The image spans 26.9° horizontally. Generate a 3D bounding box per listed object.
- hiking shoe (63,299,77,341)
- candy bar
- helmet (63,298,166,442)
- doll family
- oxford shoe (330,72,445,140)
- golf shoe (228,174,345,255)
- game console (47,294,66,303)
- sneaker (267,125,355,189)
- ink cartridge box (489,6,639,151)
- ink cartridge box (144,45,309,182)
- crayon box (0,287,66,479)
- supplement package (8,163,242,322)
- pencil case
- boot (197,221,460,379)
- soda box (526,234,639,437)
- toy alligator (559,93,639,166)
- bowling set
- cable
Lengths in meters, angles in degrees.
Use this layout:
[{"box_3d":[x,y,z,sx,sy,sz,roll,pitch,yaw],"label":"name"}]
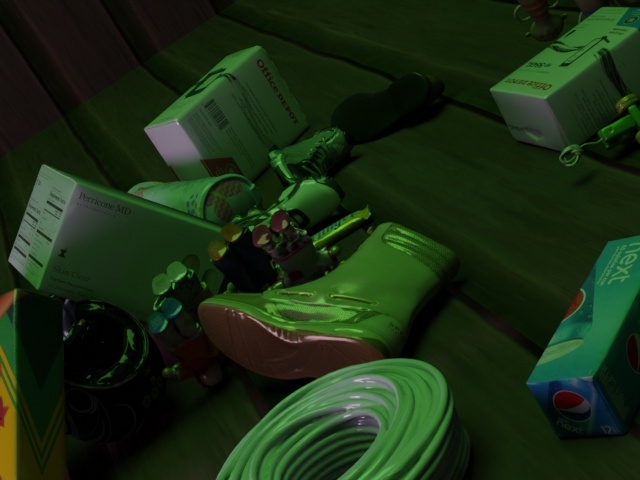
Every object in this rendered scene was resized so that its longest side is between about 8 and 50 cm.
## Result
[{"box_3d":[-0.329,0.095,1.965,0.132,0.113,0.304,-45,2,29],"label":"hiking shoe"},{"box_3d":[0.000,0.000,1.837,0.161,0.018,0.040,-30,20,4],"label":"candy bar"},{"box_3d":[-0.273,0.169,1.641,0.169,0.161,0.169,3,53,-4],"label":"helmet"},{"box_3d":[-0.102,0.066,1.646,0.263,0.163,0.118,-39,42,-5],"label":"doll family"},{"box_3d":[0.106,-0.206,2.107,0.212,0.076,0.076,-18,-5,40],"label":"oxford shoe"},{"box_3d":[-0.049,-0.020,1.894,0.198,0.077,0.094,-29,31,29],"label":"golf shoe"},{"box_3d":[-0.554,0.148,2.262,0.361,0.044,0.213,-23,23,23],"label":"game console"},{"box_3d":[-0.005,-0.123,2.032,0.132,0.086,0.229,-30,20,0],"label":"sneaker"},{"box_3d":[0.343,-0.211,1.723,0.203,0.086,0.148,-36,21,-12],"label":"ink cartridge box"},{"box_3d":[-0.155,-0.193,2.276,0.100,0.172,0.237,-8,32,48],"label":"ink cartridge box"},{"box_3d":[-0.383,0.235,1.518,0.202,0.081,0.319,-21,63,30],"label":"crayon box"},{"box_3d":[-0.248,0.016,1.764,0.204,0.261,0.145,22,93,65],"label":"supplement package"},{"box_3d":[-0.202,-0.043,2.091,0.124,0.113,0.273,-21,12,-33],"label":"pencil case"},{"box_3d":[0.009,0.062,1.528,0.262,0.095,0.203,5,39,35],"label":"boot"},{"box_3d":[0.265,0.081,1.201,0.071,0.067,0.210,-12,28,43],"label":"soda box"},{"box_3d":[0.368,-0.135,1.574,0.189,0.056,0.051,-31,-21,8],"label":"toy alligator"},{"box_3d":[0.420,-0.332,1.860,0.287,0.154,0.200,-26,40,13],"label":"bowling set"},{"box_3d":[0.016,0.216,1.227,0.257,0.089,0.257,-21,23,26],"label":"cable"}]
